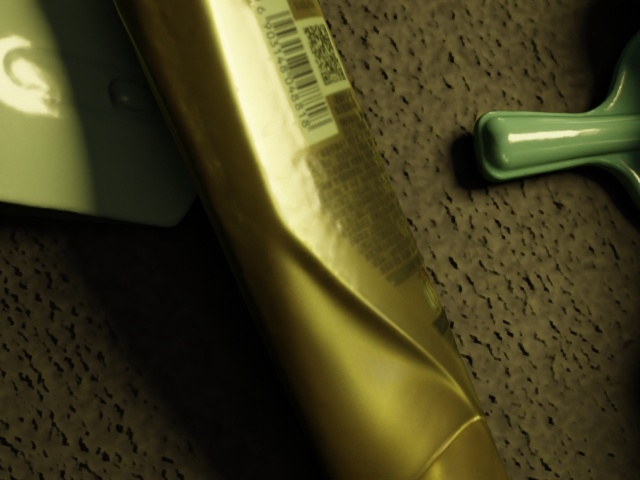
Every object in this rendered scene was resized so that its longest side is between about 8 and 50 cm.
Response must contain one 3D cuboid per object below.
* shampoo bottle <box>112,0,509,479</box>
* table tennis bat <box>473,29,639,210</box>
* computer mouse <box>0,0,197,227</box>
[{"bbox_3d":[0.000,0.000,0.593,0.084,0.125,0.350,-20,97,26],"label":"shampoo bottle"},{"bbox_3d":[0.200,-0.064,0.696,0.237,0.038,0.149,-5,85,-17],"label":"table tennis bat"},{"bbox_3d":[-0.158,-0.076,0.594,0.231,0.079,0.128,3,82,-17],"label":"computer mouse"}]
